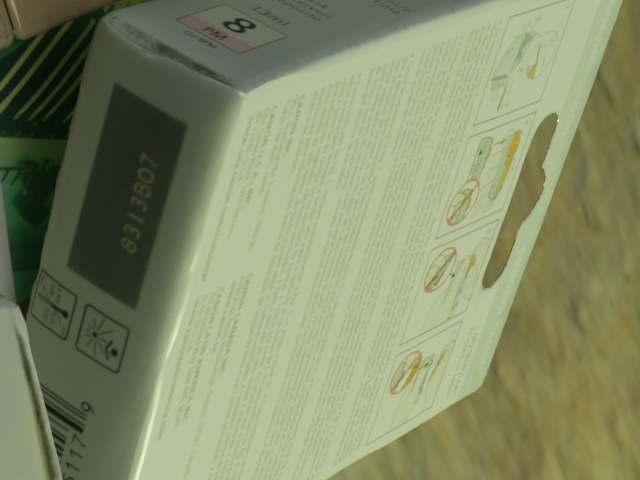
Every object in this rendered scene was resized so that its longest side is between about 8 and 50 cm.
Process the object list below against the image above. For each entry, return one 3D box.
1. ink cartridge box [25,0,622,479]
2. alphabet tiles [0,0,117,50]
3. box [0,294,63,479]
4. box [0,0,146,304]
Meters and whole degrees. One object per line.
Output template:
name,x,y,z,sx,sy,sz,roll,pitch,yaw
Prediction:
ink cartridge box,0.000,0.000,0.613,0.232,0.066,0.189,-30,144,-54
alphabet tiles,-0.121,-0.183,0.475,0.342,0.011,0.285,-29,113,-36
box,-0.169,0.072,0.408,0.148,0.232,0.127,-21,109,-35
box,-0.127,-0.142,0.522,0.232,0.058,0.322,-41,121,-27
